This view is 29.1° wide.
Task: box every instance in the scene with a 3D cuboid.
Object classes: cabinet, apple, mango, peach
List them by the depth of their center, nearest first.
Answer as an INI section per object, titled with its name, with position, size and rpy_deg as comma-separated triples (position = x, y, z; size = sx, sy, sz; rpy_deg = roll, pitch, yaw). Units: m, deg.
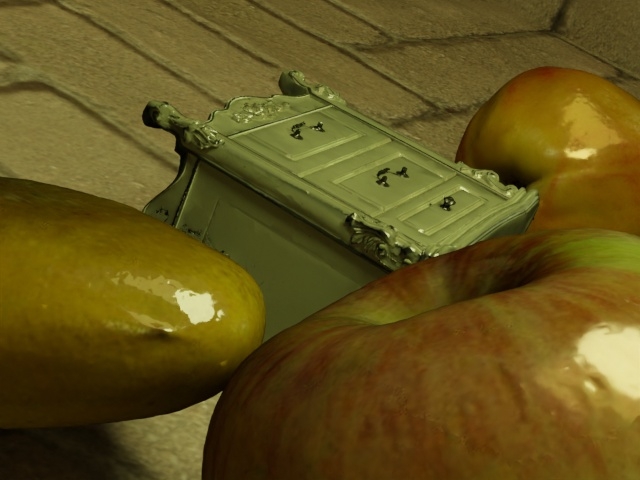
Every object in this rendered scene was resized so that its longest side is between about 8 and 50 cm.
[apple]
position = 0.130, 0.178, 0.799
size = 0.400, 0.333, 0.400
rpy_deg = -20, 8, 3
[mango]
position = -0.211, 0.043, 0.922
size = 0.365, 0.182, 0.253
rpy_deg = 3, 7, 23
[cabinet]
position = 0.000, 0.000, 1.228
size = 0.318, 0.227, 0.290
rpy_deg = 31, 26, 18
[peach]
position = 0.333, -0.080, 1.619
size = 0.308, 0.289, 0.289
rpy_deg = -10, 39, -37
